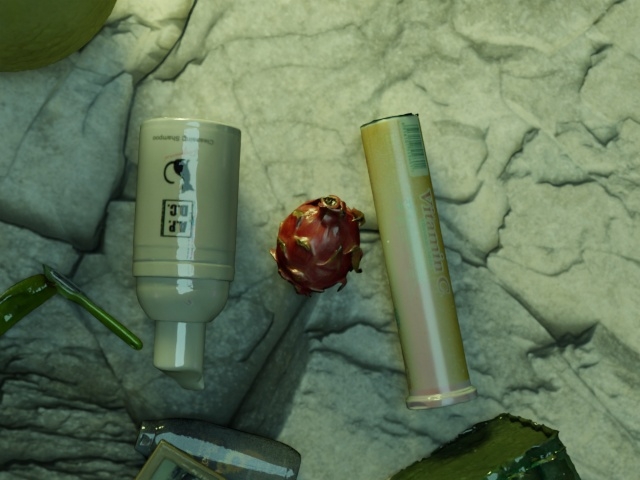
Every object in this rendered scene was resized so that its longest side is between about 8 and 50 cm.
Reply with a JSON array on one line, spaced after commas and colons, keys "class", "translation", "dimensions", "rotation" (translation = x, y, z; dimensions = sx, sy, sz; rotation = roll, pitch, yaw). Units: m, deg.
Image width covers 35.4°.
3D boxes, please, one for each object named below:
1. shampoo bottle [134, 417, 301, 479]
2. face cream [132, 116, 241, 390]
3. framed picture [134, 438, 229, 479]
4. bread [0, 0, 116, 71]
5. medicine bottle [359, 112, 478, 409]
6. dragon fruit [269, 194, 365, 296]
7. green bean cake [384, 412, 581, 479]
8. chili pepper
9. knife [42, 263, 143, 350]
[{"class": "shampoo bottle", "translation": [-0.147, 0.307, 1.432], "dimensions": [0.233, 0.049, 0.087], "rotation": [18, 84, -10]}, {"class": "face cream", "translation": [-0.187, 0.024, 1.391], "dimensions": [0.145, 0.145, 0.370], "rotation": [2, 85, -12]}, {"class": "framed picture", "translation": [-0.212, 0.479, 1.397], "dimensions": [0.247, 0.022, 0.335], "rotation": [35, 88, -10]}, {"class": "bread", "translation": [-0.422, -0.382, 1.329], "dimensions": [0.320, 0.237, 0.321], "rotation": [3, 72, -8]}, {"class": "medicine bottle", "translation": [0.143, 0.029, 1.487], "dimensions": [0.108, 0.108, 0.426], "rotation": [-9, 87, -12]}, {"class": "dragon fruit", "translation": [0.000, 0.000, 1.439], "dimensions": [0.136, 0.166, 0.133], "rotation": [11, 40, -7]}, {"class": "green bean cake", "translation": [0.222, 0.360, 1.410], "dimensions": [0.255, 0.241, 0.132], "rotation": [-29, 97, -12]}, {"class": "chili pepper", "translation": [-0.449, 0.119, 1.380], "dimensions": [0.202, 0.050, 0.052], "rotation": [-48, 112, -11]}, {"class": "knife", "translation": [-0.326, 0.097, 1.421], "dimensions": [0.184, 0.022, 0.026], "rotation": [39, 54, -6]}]
